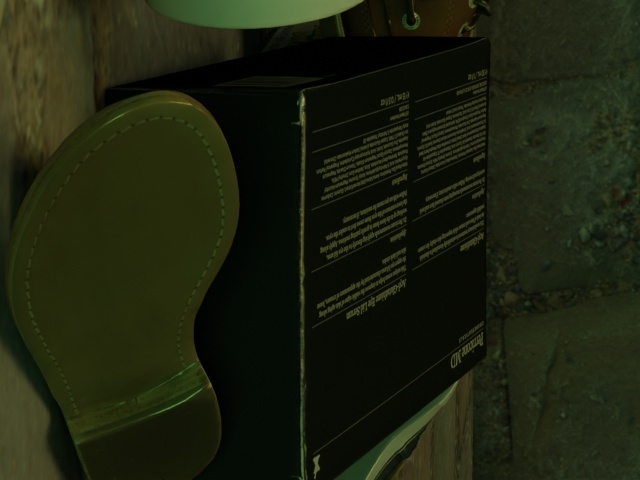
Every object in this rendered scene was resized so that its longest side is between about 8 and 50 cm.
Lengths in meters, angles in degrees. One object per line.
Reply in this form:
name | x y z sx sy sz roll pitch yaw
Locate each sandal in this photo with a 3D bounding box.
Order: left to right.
sandal | -0.085 0.007 0.703 0.240 0.088 0.079 91 -25 -51

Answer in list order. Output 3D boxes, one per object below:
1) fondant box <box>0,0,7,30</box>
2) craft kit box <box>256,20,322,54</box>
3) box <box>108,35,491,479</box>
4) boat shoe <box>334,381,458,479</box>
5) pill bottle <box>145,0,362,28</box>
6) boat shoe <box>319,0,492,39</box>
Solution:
fondant box | -0.116 -0.173 0.335 0.238 0.096 0.330 76 19 -60
craft kit box | -0.009 -0.008 1.155 0.246 0.061 0.249 -60 151 -65
box | 0.000 0.000 0.903 0.261 0.103 0.184 -25 115 -65
boat shoe | 0.036 0.139 1.286 0.183 0.065 0.083 -49 163 -19
pill bottle | -0.031 -0.216 0.715 0.136 0.136 0.245 -71 161 -61
boat shoe | 0.054 -0.145 1.078 0.110 0.104 0.307 -77 148 -63
